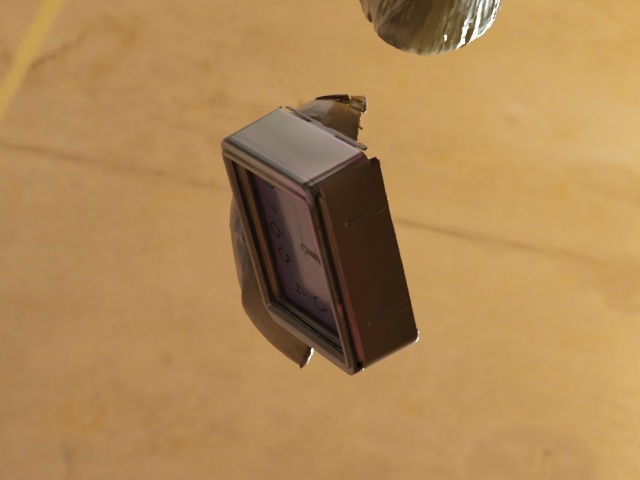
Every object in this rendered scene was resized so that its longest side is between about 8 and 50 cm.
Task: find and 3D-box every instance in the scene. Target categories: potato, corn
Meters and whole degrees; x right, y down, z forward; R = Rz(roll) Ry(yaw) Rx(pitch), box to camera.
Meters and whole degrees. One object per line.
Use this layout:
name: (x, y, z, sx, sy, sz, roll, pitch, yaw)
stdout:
potato: (-0.031, -0.028, 1.779, 0.116, 0.239, 0.299, 14, -123, -9)
corn: (0.097, -0.239, 1.322, 0.123, 0.305, 0.122, 12, -109, 1)

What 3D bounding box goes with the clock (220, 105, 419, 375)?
clock: (0.000, 0.000, 1.466, 0.071, 0.192, 0.147, -29, -145, -22)
